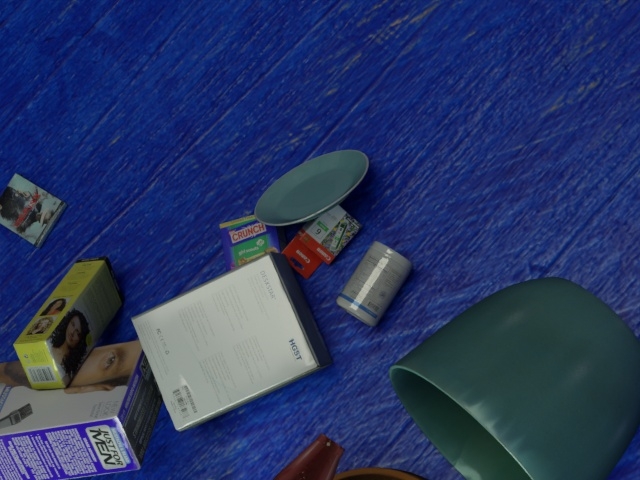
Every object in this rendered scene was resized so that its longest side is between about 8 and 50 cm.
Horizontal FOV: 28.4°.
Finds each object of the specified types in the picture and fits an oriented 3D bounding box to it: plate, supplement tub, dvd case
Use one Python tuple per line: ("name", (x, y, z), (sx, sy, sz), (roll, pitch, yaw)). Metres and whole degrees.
("plate", (-0.010, -0.072, 1.863), (0.188, 0.024, 0.188), (-23, 27, 13))
("supplement tub", (0.077, 0.063, 1.809), (0.071, 0.071, 0.107), (30, 84, 26))
("dvd case", (-0.482, -0.050, 2.083), (0.119, 0.013, 0.087), (30, 85, 25))

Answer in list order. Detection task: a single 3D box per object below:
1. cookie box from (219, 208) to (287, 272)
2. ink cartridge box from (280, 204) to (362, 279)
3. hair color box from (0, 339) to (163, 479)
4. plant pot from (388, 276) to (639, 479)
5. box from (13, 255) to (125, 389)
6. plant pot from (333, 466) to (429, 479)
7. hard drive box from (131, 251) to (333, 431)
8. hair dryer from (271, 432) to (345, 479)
("cookie box", (-0.098, 0.017, 1.904), (0.092, 0.040, 0.107), (-16, 68, 14))
("ink cartridge box", (0.000, 0.000, 1.862), (0.115, 0.063, 0.029), (-49, 21, 0))
("hair color box", (-0.412, 0.259, 1.848), (0.339, 0.110, 0.185), (-9, 30, 13))
("plant pot", (0.270, 0.186, 1.590), (0.235, 0.293, 0.293), (-43, 63, -14))
("box", (-0.368, 0.119, 1.874), (0.058, 0.087, 0.232), (-7, 29, 19))
("plant pot", (0.050, 0.426, 1.627), (0.291, 0.203, 0.290), (-7, 70, 19))
("hard drive box", (-0.127, 0.146, 1.824), (0.232, 0.089, 0.181), (-25, 81, 12))
("hair dryer", (0.001, 0.380, 1.522), (0.224, 0.080, 0.293), (-5, 76, 2))
